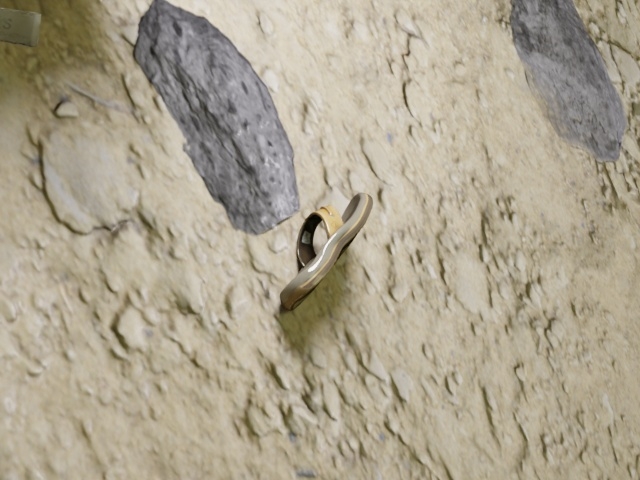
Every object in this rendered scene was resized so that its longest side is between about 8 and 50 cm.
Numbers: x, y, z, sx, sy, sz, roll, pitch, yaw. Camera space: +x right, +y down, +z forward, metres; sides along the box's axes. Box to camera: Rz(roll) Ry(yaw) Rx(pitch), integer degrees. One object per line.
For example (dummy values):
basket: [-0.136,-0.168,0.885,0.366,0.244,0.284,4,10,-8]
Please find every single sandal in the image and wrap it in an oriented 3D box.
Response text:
sandal: [0.000,0.000,1.469,0.049,0.072,0.180,38,39,1]

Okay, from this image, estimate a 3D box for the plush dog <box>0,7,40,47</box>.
plush dog: [-0.280,-0.118,0.975,0.262,0.211,0.225,47,13,-26]
